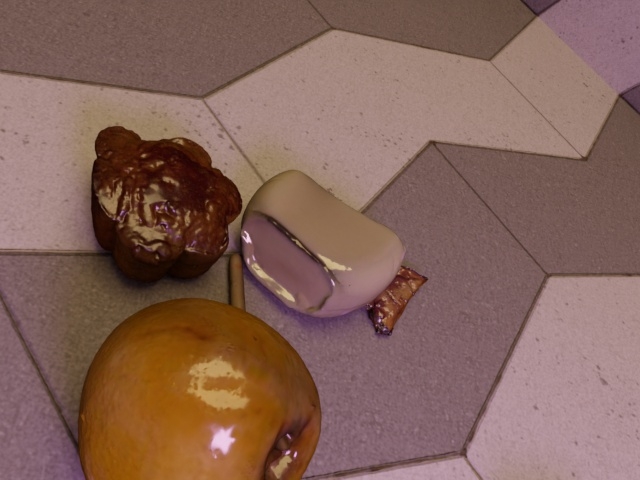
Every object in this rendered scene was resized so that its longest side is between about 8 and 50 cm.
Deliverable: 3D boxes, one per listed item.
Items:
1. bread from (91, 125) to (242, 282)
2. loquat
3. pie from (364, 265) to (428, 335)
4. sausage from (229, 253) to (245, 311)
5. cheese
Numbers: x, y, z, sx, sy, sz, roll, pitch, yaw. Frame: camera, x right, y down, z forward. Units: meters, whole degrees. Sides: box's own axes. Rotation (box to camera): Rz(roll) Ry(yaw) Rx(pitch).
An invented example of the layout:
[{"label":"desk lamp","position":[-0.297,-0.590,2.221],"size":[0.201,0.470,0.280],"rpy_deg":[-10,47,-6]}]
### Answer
[{"label":"bread","position":[-0.231,-0.050,1.023],"size":[0.232,0.135,0.247],"rpy_deg":[4,50,-28]},{"label":"loquat","position":[-0.145,0.199,0.779],"size":[0.274,0.275,0.275],"rpy_deg":[17,45,-18]},{"label":"pie","position":[0.119,0.093,1.181],"size":[0.092,0.034,0.170],"rpy_deg":[33,47,5]},{"label":"sausage","position":[-0.129,0.073,1.057],"size":[0.024,0.024,0.132],"rpy_deg":[11,48,-23]},{"label":"cheese","position":[0.000,0.000,1.121],"size":[0.266,0.127,0.233],"rpy_deg":[39,44,10]}]
